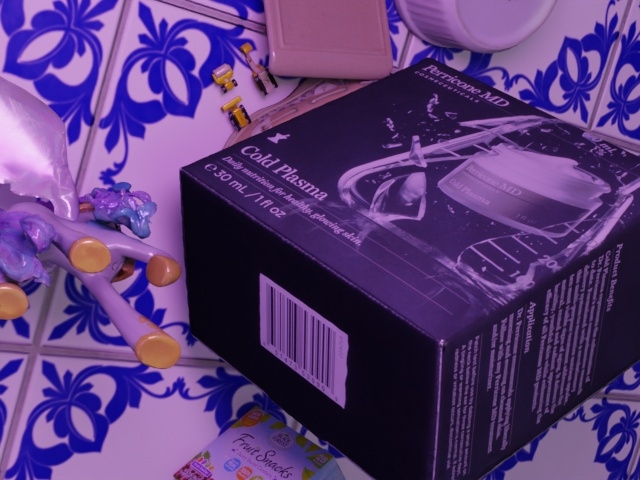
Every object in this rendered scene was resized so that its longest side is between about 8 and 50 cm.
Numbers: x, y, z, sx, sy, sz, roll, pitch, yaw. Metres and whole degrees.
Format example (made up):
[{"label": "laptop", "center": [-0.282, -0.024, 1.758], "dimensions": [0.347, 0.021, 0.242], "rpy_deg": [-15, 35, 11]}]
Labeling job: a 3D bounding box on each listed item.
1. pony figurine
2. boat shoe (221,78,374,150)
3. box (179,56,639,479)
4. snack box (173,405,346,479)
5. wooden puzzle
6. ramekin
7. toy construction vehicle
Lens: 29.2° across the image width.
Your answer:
[{"label": "pony figurine", "center": [-0.336, -0.003, 1.457], "dimensions": [0.351, 0.363, 0.303], "rpy_deg": [21, 100, -27]}, {"label": "boat shoe", "center": [-0.037, -0.152, 1.775], "dimensions": [0.285, 0.089, 0.105], "rpy_deg": [-45, 130, -17]}, {"label": "box", "center": [0.143, 0.030, 1.633], "dimensions": [0.471, 0.480, 0.298], "rpy_deg": [-27, 134, -34]}, {"label": "snack box", "center": [-0.092, 0.358, 1.843], "dimensions": [0.174, 0.207, 0.070], "rpy_deg": [-38, 127, -22]}, {"label": "wooden puzzle", "center": [0.002, -0.348, 1.735], "dimensions": [0.220, 0.044, 0.239], "rpy_deg": [-3, 89, -39]}, {"label": "ramekin", "center": [0.250, -0.409, 1.865], "dimensions": [0.272, 0.127, 0.273], "rpy_deg": [-15, 122, -26]}, {"label": "toy construction vehicle", "center": [-0.111, -0.218, 1.732], "dimensions": [0.086, 0.035, 0.098], "rpy_deg": [-37, 125, -10]}]
